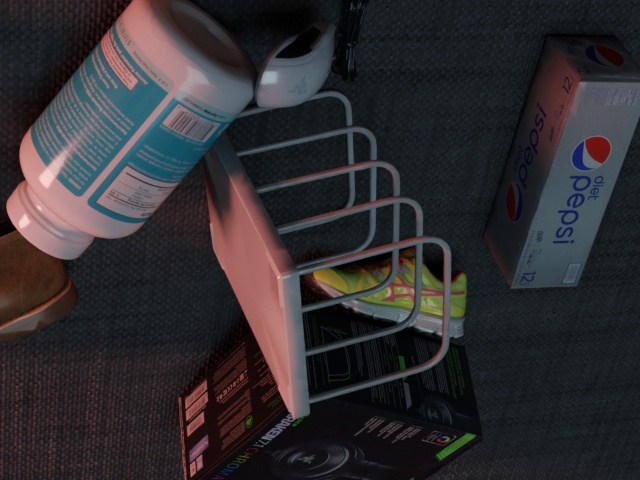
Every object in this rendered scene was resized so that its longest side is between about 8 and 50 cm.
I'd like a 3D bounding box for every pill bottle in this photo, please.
[{"bbox_3d":[-0.191,-0.103,1.409,0.146,0.146,0.264,29,114,-36],"label":"pill bottle"}]

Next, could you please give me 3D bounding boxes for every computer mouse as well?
[{"bbox_3d":[-0.001,-0.173,1.417,0.042,0.193,0.106,28,127,15],"label":"computer mouse"}]

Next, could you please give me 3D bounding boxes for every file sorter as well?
[{"bbox_3d":[0.000,0.000,1.485,0.173,0.278,0.193,-15,132,-14],"label":"file sorter"}]

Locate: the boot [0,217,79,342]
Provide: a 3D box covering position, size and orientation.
[{"bbox_3d":[-0.409,0.078,1.500,0.305,0.112,0.115,-30,122,-18],"label":"boot"}]

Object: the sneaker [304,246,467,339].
[{"bbox_3d":[0.080,0.047,1.697,0.208,0.081,0.094,16,92,-22],"label":"sneaker"}]

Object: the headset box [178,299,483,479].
[{"bbox_3d":[0.017,0.210,1.724,0.283,0.131,0.246,18,137,-32],"label":"headset box"}]

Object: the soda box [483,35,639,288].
[{"bbox_3d":[0.271,-0.084,1.631,0.091,0.098,0.286,-1,128,-18],"label":"soda box"}]
